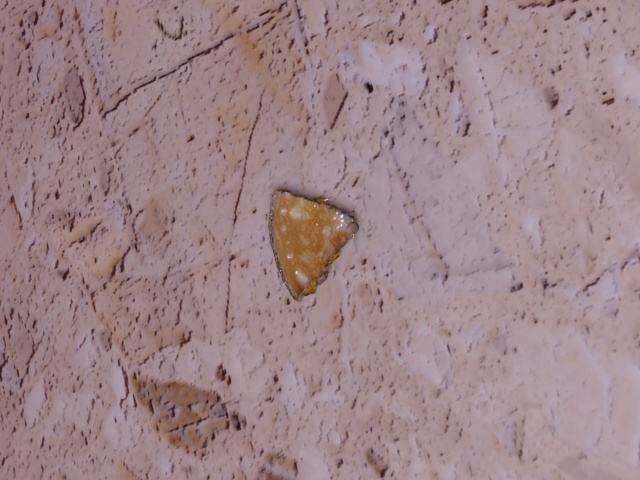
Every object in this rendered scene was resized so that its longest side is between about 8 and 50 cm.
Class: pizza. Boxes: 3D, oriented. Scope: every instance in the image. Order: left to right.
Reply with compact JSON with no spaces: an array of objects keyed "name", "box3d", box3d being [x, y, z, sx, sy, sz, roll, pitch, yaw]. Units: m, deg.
[{"name":"pizza","box3d":[0.000,0.000,1.150,0.078,0.025,0.083,-9,89,32]}]
